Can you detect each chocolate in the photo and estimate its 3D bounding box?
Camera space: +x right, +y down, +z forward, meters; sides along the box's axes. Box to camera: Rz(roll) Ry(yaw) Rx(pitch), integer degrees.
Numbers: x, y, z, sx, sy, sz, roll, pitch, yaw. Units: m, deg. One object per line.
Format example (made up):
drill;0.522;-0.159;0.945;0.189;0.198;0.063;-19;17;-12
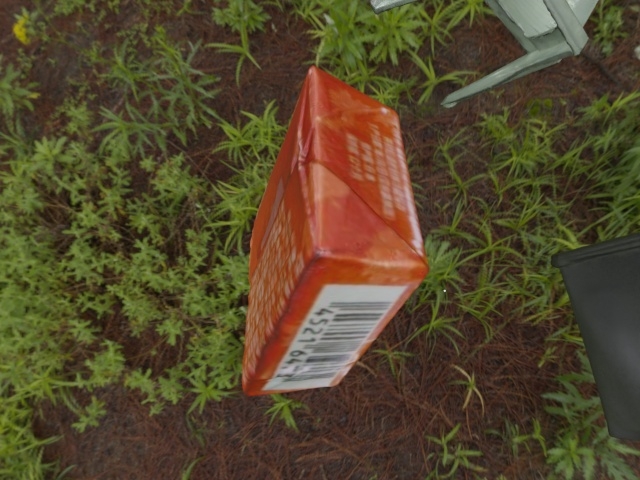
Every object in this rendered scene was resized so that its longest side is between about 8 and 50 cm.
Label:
chocolate;0.000;0.000;0.526;0.108;0.237;0.234;10;47;-15

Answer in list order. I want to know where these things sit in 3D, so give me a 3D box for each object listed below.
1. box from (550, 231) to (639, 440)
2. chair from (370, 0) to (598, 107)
box;0.449;0.058;0.489;0.251;0.345;0.204;-9;80;-24
chair;0.181;-0.264;0.483;0.191;0.275;0.203;36;78;-22
